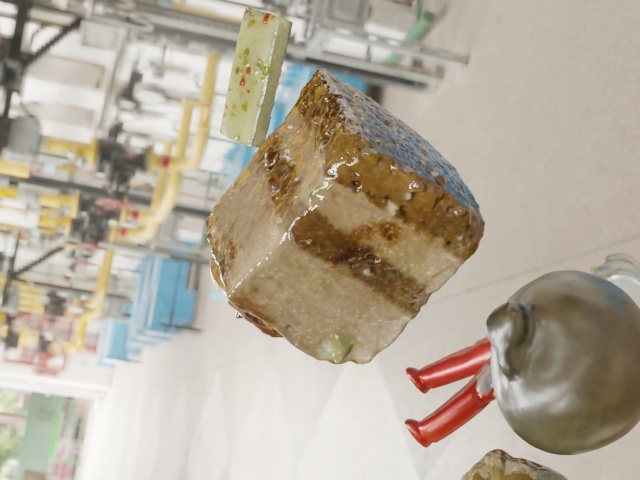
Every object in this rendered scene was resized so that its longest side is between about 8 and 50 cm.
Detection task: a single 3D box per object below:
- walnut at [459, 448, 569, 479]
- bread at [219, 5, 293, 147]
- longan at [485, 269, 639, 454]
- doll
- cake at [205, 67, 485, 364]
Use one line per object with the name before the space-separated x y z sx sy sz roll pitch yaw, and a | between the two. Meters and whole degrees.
walnut | 0.207 0.301 1.191 0.166 0.166 0.149 125 138 -61
bread | -0.075 -0.182 1.233 0.068 0.028 0.153 26 107 43
longan | 0.240 0.117 1.084 0.159 0.204 0.185 -11 55 50
doll | 0.281 0.136 1.451 0.384 0.099 0.188 -31 21 16
cake | 0.000 0.000 1.141 0.293 0.196 0.198 -48 32 18
